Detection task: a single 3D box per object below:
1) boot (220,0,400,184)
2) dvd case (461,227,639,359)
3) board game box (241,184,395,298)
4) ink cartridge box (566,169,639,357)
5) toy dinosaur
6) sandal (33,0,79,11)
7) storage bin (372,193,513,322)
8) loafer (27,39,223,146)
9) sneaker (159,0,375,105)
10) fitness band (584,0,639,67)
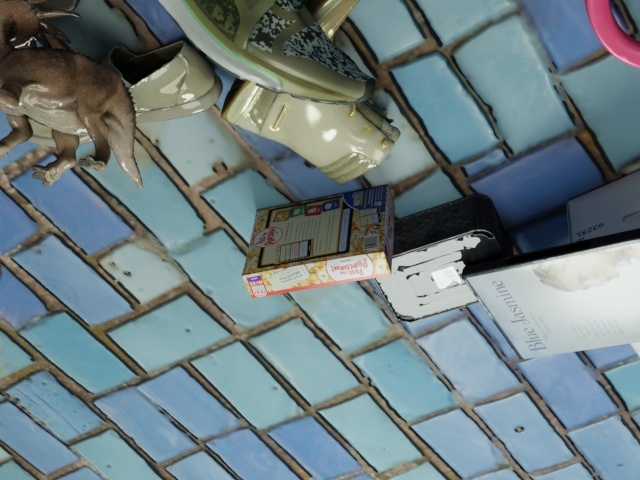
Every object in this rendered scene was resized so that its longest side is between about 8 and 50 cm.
[{"bbox_3d":[0.024,-0.192,1.279,0.203,0.095,0.262,31,127,-17],"label":"boot"},{"bbox_3d":[0.333,0.076,1.359,0.253,0.022,0.180,-14,127,37],"label":"dvd case"},{"bbox_3d":[0.000,0.000,1.405,0.194,0.146,0.045,-10,127,15],"label":"board game box"},{"bbox_3d":[0.499,0.044,1.395,0.223,0.129,0.307,-25,121,26],"label":"ink cartridge box"},{"bbox_3d":[-0.304,-0.185,1.218,0.296,0.200,0.127,29,148,-21],"label":"toy dinosaur"},{"bbox_3d":[-0.322,-0.358,1.207,0.090,0.060,0.219,11,129,-2],"label":"sandal"},{"bbox_3d":[0.169,0.027,1.448,0.180,0.084,0.122,-18,124,20],"label":"storage bin"},{"bbox_3d":[-0.261,-0.192,1.315,0.269,0.102,0.092,-13,125,5],"label":"loafer"},{"bbox_3d":[-0.086,-0.306,1.106,0.410,0.158,0.182,41,115,3],"label":"sneaker"},{"bbox_3d":[0.445,-0.303,1.177,0.291,0.054,0.209,-14,123,15],"label":"fitness band"}]
